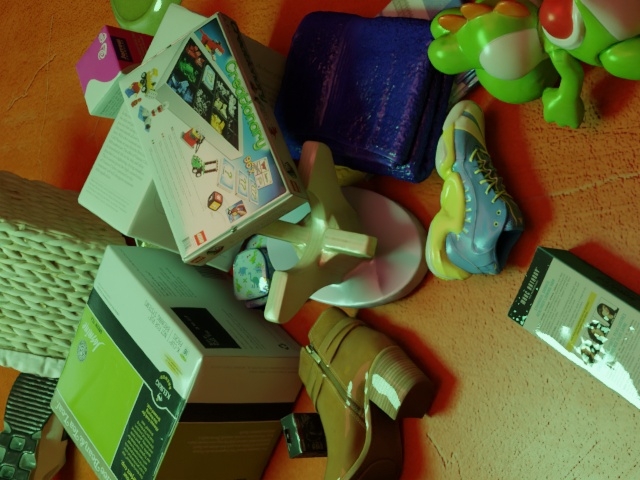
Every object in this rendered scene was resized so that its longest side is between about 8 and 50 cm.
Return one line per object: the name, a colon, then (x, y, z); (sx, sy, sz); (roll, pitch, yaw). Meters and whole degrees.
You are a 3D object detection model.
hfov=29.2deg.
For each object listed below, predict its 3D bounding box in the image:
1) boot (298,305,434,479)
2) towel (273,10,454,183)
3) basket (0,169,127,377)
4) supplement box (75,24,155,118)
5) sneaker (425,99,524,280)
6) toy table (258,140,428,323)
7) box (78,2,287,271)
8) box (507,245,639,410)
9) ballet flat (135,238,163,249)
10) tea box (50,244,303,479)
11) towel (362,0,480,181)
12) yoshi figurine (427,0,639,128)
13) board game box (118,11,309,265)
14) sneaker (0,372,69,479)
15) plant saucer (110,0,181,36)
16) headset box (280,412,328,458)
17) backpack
boot: (0.022, 0.251, 1.754); (0.220, 0.109, 0.283); (38, 111, 43)
towel: (0.053, -0.211, 1.748); (0.308, 0.076, 0.227); (16, 98, 48)
basket: (-0.538, 0.052, 2.215); (0.266, 0.331, 0.328); (-67, 25, 12)
supplement box: (-0.286, -0.270, 2.083); (0.114, 0.220, 0.111); (-45, 55, 37)
sneaker: (0.216, -0.062, 1.607); (0.126, 0.091, 0.240); (7, 91, 31)
toy table: (0.000, 0.000, 1.732); (0.274, 0.161, 0.252); (-3, 78, 34)
box: (-0.187, -0.158, 1.914); (0.168, 0.215, 0.345); (30, 95, 47)
box: (0.338, 0.105, 1.449); (0.244, 0.060, 0.100); (38, 114, 44)
ballet flat: (-0.253, -0.092, 2.093); (0.123, 0.123, 0.348); (27, 109, 47)
tea box: (-0.234, 0.230, 1.969); (0.329, 0.220, 0.323); (43, 117, 43)
towel: (0.121, -0.243, 1.758); (0.285, 0.034, 0.209); (-41, 57, 38)
yoshi figurine: (0.313, -0.244, 1.476); (0.362, 0.203, 0.203); (0, 126, 35)
board game box: (-0.155, -0.142, 1.719); (0.193, 0.053, 0.305); (-30, 68, 21)
sneaker: (-0.542, 0.368, 2.387); (0.123, 0.146, 0.330); (15, 73, 22)
plant saucer: (-0.332, -0.493, 2.301); (0.241, 0.037, 0.240); (-8, 79, 48)
headset box: (-0.019, 0.288, 1.819); (0.032, 0.083, 0.062); (-35, 61, 41)
backpack: (-0.083, 0.046, 1.920); (0.105, 0.084, 0.114); (-17, 70, 44)
